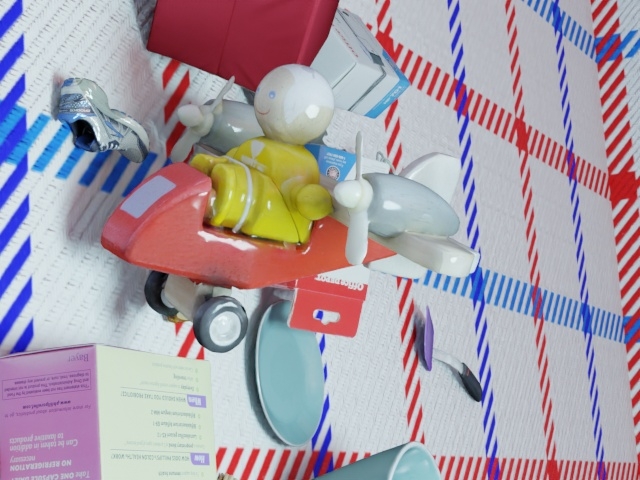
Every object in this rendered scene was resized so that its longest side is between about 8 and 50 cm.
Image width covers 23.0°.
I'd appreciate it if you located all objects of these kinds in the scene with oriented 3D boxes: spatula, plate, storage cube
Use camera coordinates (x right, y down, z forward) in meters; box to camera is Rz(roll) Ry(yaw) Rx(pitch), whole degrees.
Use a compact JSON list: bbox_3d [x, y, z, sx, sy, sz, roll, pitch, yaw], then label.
[{"bbox_3d":[0.211,0.199,2.527,0.296,0.030,0.084,46,43,-52],"label":"spatula"},{"bbox_3d":[-0.045,0.169,1.996,0.188,0.024,0.188,32,53,-57],"label":"plate"},{"bbox_3d":[-0.070,-0.307,1.824,0.215,0.183,0.193,-64,174,-52],"label":"storage cube"}]

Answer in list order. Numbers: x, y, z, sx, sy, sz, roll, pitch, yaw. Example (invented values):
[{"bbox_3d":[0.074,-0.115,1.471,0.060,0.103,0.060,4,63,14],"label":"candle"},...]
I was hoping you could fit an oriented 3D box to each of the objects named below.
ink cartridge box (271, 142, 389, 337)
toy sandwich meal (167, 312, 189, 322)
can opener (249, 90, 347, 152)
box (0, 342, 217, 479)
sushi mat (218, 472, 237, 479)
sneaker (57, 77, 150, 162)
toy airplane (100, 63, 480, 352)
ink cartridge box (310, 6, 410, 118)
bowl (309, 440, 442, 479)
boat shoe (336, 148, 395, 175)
[{"bbox_3d":[0.000,0.000,2.005,0.134,0.078,0.231,13,87,-45],"label":"ink cartridge box"},{"bbox_3d":[-0.160,0.053,1.779,0.085,0.029,0.086,29,43,-32],"label":"toy sandwich meal"},{"bbox_3d":[-0.048,-0.158,2.062,0.076,0.095,0.283,-47,117,-34],"label":"can opener"},{"bbox_3d":[-0.202,0.233,1.529,0.213,0.117,0.243,17,66,-63],"label":"box"},{"bbox_3d":[-0.118,0.430,1.761,0.316,0.019,0.151,-72,145,-45],"label":"sushi mat"},{"bbox_3d":[-0.234,-0.113,1.666,0.135,0.052,0.058,42,55,-44],"label":"sneaker"},{"bbox_3d":[-0.003,-0.059,1.699,0.384,0.386,0.272,-54,146,-66],"label":"toy airplane"},{"bbox_3d":[0.024,-0.251,2.152,0.140,0.082,0.190,54,17,18],"label":"ink cartridge box"},{"bbox_3d":[0.047,0.405,1.930,0.311,0.163,0.312,-5,90,-70],"label":"bowl"},{"bbox_3d":[0.068,-0.075,2.253,0.254,0.079,0.095,35,52,-58],"label":"boat shoe"}]
